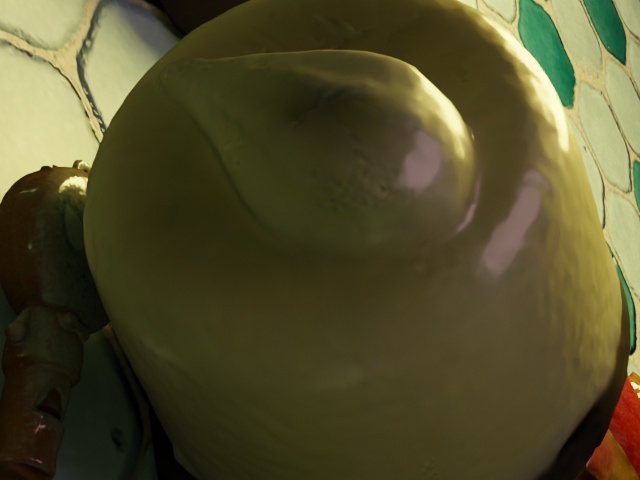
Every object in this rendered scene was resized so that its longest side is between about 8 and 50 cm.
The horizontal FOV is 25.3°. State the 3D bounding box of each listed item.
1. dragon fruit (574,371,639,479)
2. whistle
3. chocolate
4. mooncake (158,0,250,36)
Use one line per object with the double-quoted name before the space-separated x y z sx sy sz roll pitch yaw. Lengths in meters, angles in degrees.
"dragon fruit" 0.143 0.168 1.092 0.250 0.315 0.250 17 90 -84
"whistle" -0.165 0.043 0.866 0.107 0.057 0.220 53 33 -51
"chocolate" 0.000 0.000 0.849 0.297 0.326 0.314 53 31 -48
"mooncake" -0.047 -0.274 1.205 0.283 0.141 0.283 41 35 -38
